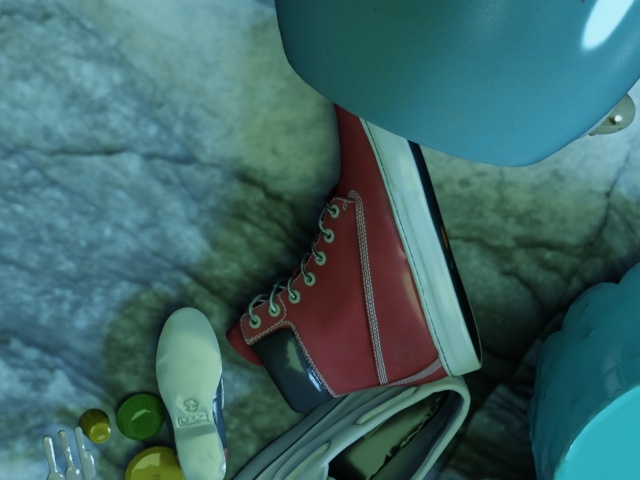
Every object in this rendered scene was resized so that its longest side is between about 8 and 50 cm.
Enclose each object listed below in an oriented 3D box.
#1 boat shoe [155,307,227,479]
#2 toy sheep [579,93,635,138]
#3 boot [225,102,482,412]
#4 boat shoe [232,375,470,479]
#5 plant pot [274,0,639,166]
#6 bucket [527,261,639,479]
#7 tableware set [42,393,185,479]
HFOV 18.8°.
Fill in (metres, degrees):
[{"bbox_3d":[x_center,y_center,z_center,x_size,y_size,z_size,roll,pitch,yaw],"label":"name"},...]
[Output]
[{"bbox_3d":[-0.092,0.113,1.410,0.049,0.043,0.137,-8,100,0],"label":"boat shoe"},{"bbox_3d":[0.172,-0.122,1.380,0.132,0.091,0.091,36,97,-12],"label":"toy sheep"},{"bbox_3d":[0.000,0.000,1.379,0.176,0.088,0.244,-14,102,10],"label":"boot"},{"bbox_3d":[0.012,0.190,1.447,0.267,0.088,0.096,-44,117,3],"label":"boat shoe"},{"bbox_3d":[0.102,-0.189,1.225,0.293,0.293,0.235,15,111,-22],"label":"plant pot"},{"bbox_3d":[0.285,0.165,1.427,0.281,0.183,0.281,2,110,4],"label":"bucket"},{"bbox_3d":[-0.149,0.191,1.438,0.104,0.024,0.154,-16,113,-14],"label":"tableware set"}]
